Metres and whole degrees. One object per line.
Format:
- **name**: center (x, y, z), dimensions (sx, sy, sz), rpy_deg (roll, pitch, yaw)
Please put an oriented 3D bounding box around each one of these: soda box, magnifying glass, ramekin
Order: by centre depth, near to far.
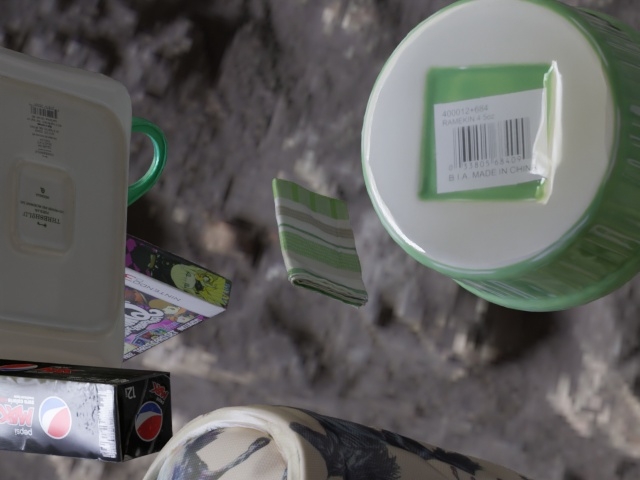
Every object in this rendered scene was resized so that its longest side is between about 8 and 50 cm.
- **soda box**: center (-0.182, 0.113, 1.230), dimensions (0.169, 0.053, 0.060), rpy_deg (2, -174, 34)
- **ramekin**: center (0.186, -0.090, 1.724), dimensions (0.303, 0.303, 0.148), rpy_deg (-7, 169, 29)
- **magnifying glass**: center (-0.253, -0.037, 2.083), dimensions (0.092, 0.231, 0.026), rpy_deg (29, -173, -43)

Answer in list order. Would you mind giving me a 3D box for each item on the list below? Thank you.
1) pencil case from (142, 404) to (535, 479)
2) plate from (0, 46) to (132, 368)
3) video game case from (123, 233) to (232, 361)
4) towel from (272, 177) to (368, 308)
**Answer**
- **pencil case**: center (0.053, 0.224, 1.197), dimensions (0.410, 0.183, 0.160), rpy_deg (22, -172, -43)
- **plate**: center (-0.243, -0.026, 1.502), dimensions (0.045, 0.278, 0.277), rpy_deg (-6, 169, 35)
- **video game case**: center (-0.244, 0.054, 1.961), dimensions (0.210, 0.042, 0.232), rpy_deg (25, 149, -28)
- **towel**: center (0.000, 0.000, 2.099), dimensions (0.113, 0.152, 0.023), rpy_deg (21, 133, -35)
